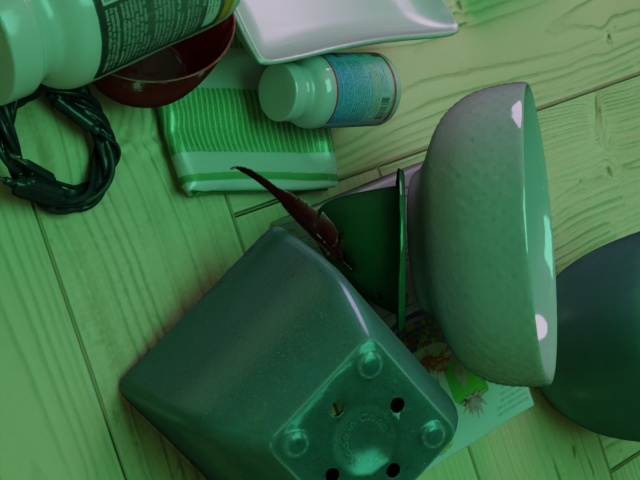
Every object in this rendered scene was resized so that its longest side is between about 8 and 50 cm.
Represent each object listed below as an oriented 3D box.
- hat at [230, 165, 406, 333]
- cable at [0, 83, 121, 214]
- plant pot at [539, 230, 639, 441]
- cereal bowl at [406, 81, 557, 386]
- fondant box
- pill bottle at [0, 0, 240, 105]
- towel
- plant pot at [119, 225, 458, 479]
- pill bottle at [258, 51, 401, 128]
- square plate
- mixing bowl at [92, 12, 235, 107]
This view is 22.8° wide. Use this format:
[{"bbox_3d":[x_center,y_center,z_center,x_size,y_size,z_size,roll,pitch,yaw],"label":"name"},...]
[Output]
[{"bbox_3d":[0.000,0.000,1.730,0.173,0.183,0.208,-90,179,-73],"label":"hat"},{"bbox_3d":[-0.273,-0.106,1.615,0.184,0.047,0.151,17,65,-54],"label":"cable"},{"bbox_3d":[0.414,0.129,2.068,0.293,0.235,0.293,12,72,-41],"label":"plant pot"},{"bbox_3d":[0.179,-0.003,1.772,0.339,0.141,0.339,-4,90,-76],"label":"cereal bowl"},{"bbox_3d":[0.102,0.091,1.887,0.238,0.096,0.330,-23,94,-43],"label":"fondant box"},{"bbox_3d":[-0.219,-0.239,1.510,0.278,0.162,0.162,-31,101,-36],"label":"pill bottle"},{"bbox_3d":[-0.095,-0.213,1.821,0.248,0.038,0.325,-5,83,-42],"label":"towel"},{"bbox_3d":[-0.008,0.170,1.602,0.247,0.252,0.248,-46,113,-10],"label":"plant pot"},{"bbox_3d":[0.010,-0.172,1.820,0.160,0.087,0.087,-6,84,-43],"label":"pill bottle"},{"bbox_3d":[-0.033,-0.359,1.851,0.347,0.049,0.344,-15,72,-45],"label":"square plate"},{"bbox_3d":[-0.185,-0.207,1.672,0.181,0.098,0.181,5,56,-8],"label":"mixing bowl"}]
